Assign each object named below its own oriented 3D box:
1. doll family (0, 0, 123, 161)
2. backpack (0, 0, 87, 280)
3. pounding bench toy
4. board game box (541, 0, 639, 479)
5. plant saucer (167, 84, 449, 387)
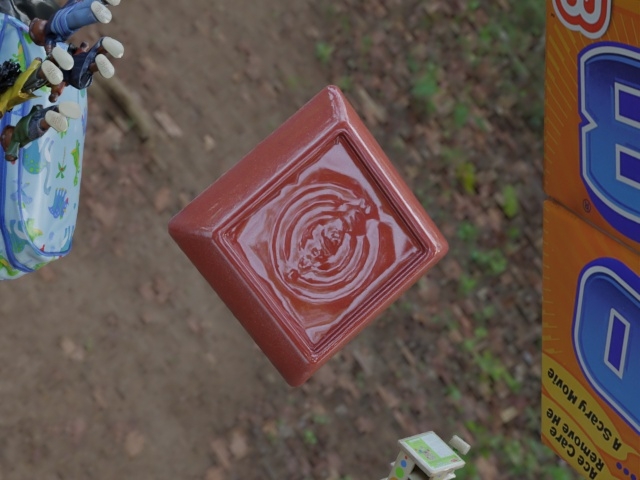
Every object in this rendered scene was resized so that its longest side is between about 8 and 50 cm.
[{"bbox_3d":[-0.246,-0.156,1.379,0.076,0.111,0.193,50,51,-19],"label":"doll family"},{"bbox_3d":[-0.400,-0.130,1.827,0.273,0.355,0.290,22,-1,3],"label":"backpack"},{"bbox_3d":[0.111,0.235,1.533,0.083,0.065,0.052,-8,40,-44],"label":"pounding bench toy"},{"bbox_3d":[0.364,-0.005,0.809,0.356,0.356,0.356,-16,30,-23],"label":"board game box"},{"bbox_3d":[0.000,0.000,1.730,0.259,0.258,0.048,53,-13,-21],"label":"plant saucer"}]
